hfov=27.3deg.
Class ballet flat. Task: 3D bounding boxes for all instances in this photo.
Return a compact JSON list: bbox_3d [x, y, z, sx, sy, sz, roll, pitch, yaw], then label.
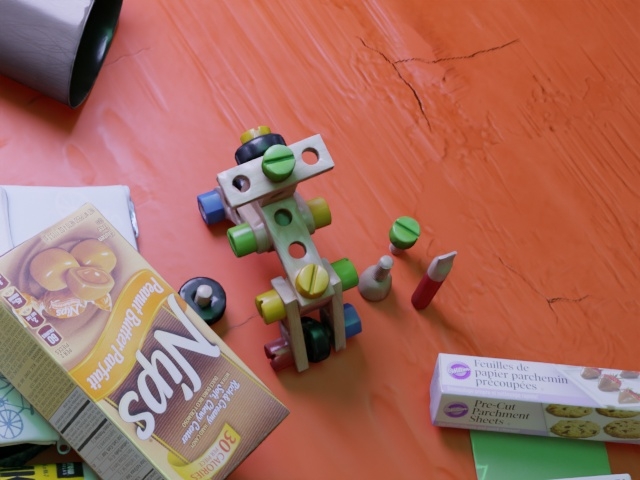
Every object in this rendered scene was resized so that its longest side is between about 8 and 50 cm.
[{"bbox_3d":[-0.315,0.205,1.416,0.057,0.049,0.173,43,65,9],"label":"ballet flat"}]

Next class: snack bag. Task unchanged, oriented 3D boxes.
[{"bbox_3d":[-0.319,0.074,1.407,0.342,0.037,0.323,0,60,-34],"label":"snack bag"}]

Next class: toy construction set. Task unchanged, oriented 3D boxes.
[{"bbox_3d":[0.000,0.000,1.467,0.308,0.237,0.258,4,65,-10],"label":"toy construction set"}]

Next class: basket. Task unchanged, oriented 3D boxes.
[{"bbox_3d":[-0.371,-0.282,1.575,0.226,0.154,0.204,18,63,1],"label":"basket"}]

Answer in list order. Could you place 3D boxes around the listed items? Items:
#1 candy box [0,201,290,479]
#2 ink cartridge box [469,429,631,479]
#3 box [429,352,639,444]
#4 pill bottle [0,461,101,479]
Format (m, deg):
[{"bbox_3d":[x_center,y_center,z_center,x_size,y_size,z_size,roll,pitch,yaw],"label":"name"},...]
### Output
[{"bbox_3d":[-0.203,0.128,1.355,0.316,0.087,0.183,45,40,4],"label":"candy box"},{"bbox_3d":[0.265,0.279,1.496,0.171,0.056,0.235,-2,68,-12],"label":"ink cartridge box"},{"bbox_3d":[0.290,0.186,1.514,0.323,0.067,0.063,6,42,-5],"label":"box"},{"bbox_3d":[-0.284,0.288,1.345,0.208,0.119,0.119,-2,66,-15],"label":"pill bottle"}]
